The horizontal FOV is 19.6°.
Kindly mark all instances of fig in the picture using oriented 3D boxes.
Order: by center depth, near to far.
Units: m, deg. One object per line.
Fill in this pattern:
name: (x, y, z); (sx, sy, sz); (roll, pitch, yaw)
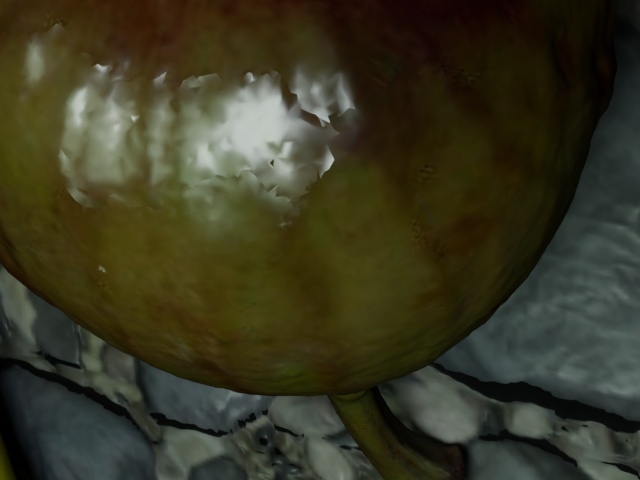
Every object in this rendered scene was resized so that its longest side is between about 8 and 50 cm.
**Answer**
fig: (0.000, 0.000, 0.629); (0.217, 0.217, 0.320); (11, 137, 26)

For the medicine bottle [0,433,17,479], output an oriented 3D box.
medicine bottle: (-0.217, 0.017, 0.828); (0.111, 0.076, 0.308); (-7, 108, 32)
